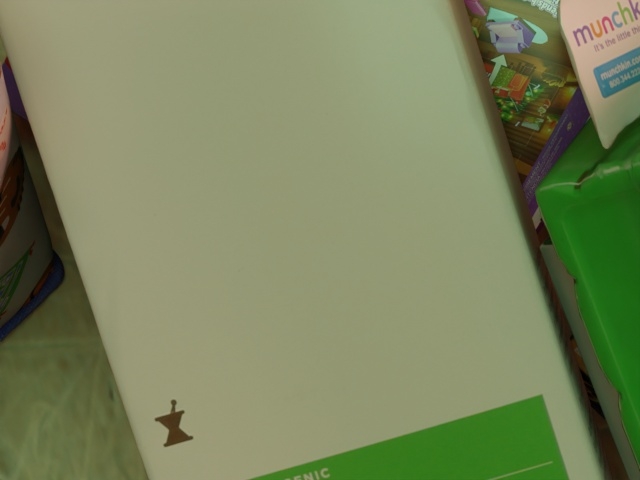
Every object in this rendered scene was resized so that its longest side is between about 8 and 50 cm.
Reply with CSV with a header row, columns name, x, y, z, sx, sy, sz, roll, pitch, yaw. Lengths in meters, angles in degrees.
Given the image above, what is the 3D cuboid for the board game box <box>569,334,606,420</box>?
name,x,y,z,sx,sy,sz,roll,pitch,yaw
board game box,0.266,0.036,0.824,0.243,0.042,0.165,-43,81,-11

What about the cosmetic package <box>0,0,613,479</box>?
name,x,y,z,sx,sy,sz,roll,pitch,yaw
cosmetic package,0.000,0.000,0.707,0.197,0.155,0.365,-19,95,10

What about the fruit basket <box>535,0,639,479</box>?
name,x,y,z,sx,sy,sz,roll,pitch,yaw
fruit basket,0.255,-0.001,0.696,0.353,0.165,0.327,-31,101,-46

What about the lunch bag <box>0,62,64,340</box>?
name,x,y,z,sx,sy,sz,roll,pitch,yaw
lunch bag,-0.315,0.034,0.655,0.385,0.328,0.239,-41,79,-17

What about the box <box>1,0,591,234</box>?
name,x,y,z,sx,sy,sz,roll,pitch,yaw
box,-0.004,-0.093,0.805,0.293,0.057,0.201,30,100,5
